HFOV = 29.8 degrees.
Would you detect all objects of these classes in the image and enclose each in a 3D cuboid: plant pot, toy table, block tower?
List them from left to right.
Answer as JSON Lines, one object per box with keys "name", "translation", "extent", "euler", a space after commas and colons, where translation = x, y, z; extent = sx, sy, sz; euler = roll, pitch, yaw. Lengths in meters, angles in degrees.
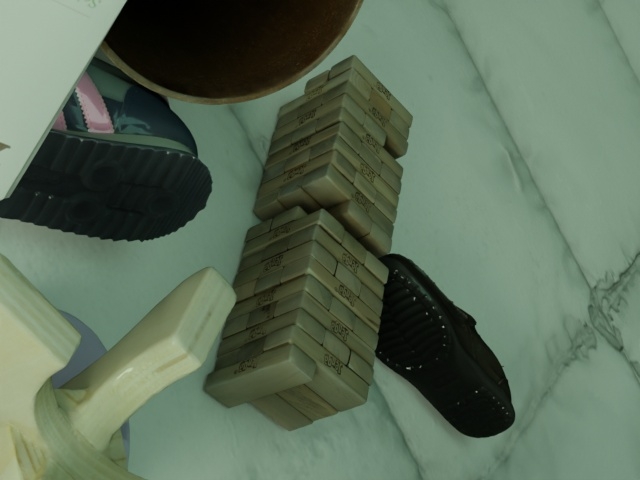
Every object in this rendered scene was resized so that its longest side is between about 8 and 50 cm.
{"name": "toy table", "translation": [-0.150, 0.129, 0.676], "extent": [0.252, 0.161, 0.274], "euler": [42, 40, -30]}
{"name": "plant pot", "translation": [-0.103, -0.241, 0.900], "extent": [0.215, 0.215, 0.230], "euler": [38, 6, -34]}
{"name": "block tower", "translation": [0.000, 0.000, 1.005], "extent": [0.097, 0.091, 0.335], "euler": [42, 42, -29]}

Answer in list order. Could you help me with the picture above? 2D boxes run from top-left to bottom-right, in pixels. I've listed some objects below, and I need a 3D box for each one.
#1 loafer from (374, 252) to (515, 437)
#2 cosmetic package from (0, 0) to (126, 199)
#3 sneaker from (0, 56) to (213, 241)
{"name": "loafer", "translation": [0.102, 0.090, 1.109], "extent": [0.220, 0.080, 0.078], "euler": [53, 27, -26]}
{"name": "cosmetic package", "translation": [-0.224, -0.211, 0.664], "extent": [0.197, 0.155, 0.365], "euler": [23, 29, -29]}
{"name": "sneaker", "translation": [-0.222, -0.093, 0.786], "extent": [0.319, 0.112, 0.131], "euler": [22, 31, -43]}
